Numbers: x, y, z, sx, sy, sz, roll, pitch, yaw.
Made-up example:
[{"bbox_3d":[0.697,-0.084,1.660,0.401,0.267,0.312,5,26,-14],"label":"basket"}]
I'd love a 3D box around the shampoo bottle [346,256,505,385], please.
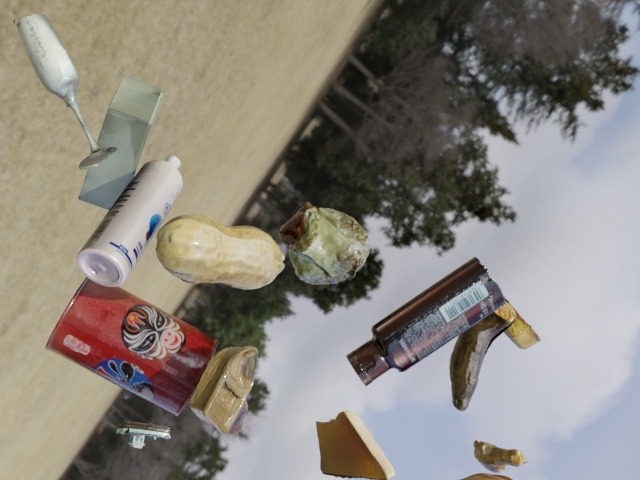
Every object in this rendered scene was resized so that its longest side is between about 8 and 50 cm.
[{"bbox_3d":[0.203,0.167,1.463,0.323,0.129,0.084,-35,-148,0],"label":"shampoo bottle"}]

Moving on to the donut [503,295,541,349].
[{"bbox_3d":[0.548,0.234,2.130,0.073,0.184,0.166,-41,163,3],"label":"donut"}]

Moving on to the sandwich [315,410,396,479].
[{"bbox_3d":[0.081,0.486,1.784,0.193,0.162,0.058,-6,180,37],"label":"sandwich"}]

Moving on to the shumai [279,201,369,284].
[{"bbox_3d":[0.006,0.000,1.579,0.184,0.184,0.142,-52,151,4],"label":"shumai"}]

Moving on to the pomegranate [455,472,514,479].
[{"bbox_3d":[0.399,0.767,1.773,0.410,0.410,0.410,-52,-173,9],"label":"pomegranate"}]

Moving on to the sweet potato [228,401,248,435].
[{"bbox_3d":[-0.244,0.436,1.988,0.354,0.106,0.095,76,9,-53],"label":"sweet potato"}]

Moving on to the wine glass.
[{"bbox_3d":[-0.412,-0.245,1.189,0.074,0.262,0.074,-26,178,-1],"label":"wine glass"}]

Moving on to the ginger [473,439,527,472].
[{"bbox_3d":[0.485,0.593,2.007,0.165,0.096,0.067,2,-146,49],"label":"ginger"}]

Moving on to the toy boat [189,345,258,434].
[{"bbox_3d":[-0.199,0.300,1.568,0.188,0.061,0.116,-62,146,-28],"label":"toy boat"}]

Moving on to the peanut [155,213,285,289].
[{"bbox_3d":[-0.181,0.025,1.367,0.130,0.290,0.130,-12,-108,42],"label":"peanut"}]

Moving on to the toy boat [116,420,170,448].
[{"bbox_3d":[-0.466,0.512,1.951,0.059,0.140,0.066,144,-44,-71],"label":"toy boat"}]

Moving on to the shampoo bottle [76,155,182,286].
[{"bbox_3d":[-0.325,-0.052,1.339,0.092,0.092,0.303,-46,-165,43],"label":"shampoo bottle"}]

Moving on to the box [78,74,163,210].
[{"bbox_3d":[-0.381,-0.183,1.425,0.129,0.086,0.225,-88,-157,-51],"label":"box"}]

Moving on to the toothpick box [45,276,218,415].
[{"bbox_3d":[-0.429,0.238,1.709,0.204,0.333,0.204,-58,-171,14],"label":"toothpick box"}]

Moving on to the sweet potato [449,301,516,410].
[{"bbox_3d":[0.372,0.267,1.780,0.112,0.085,0.286,18,-102,45],"label":"sweet potato"}]
